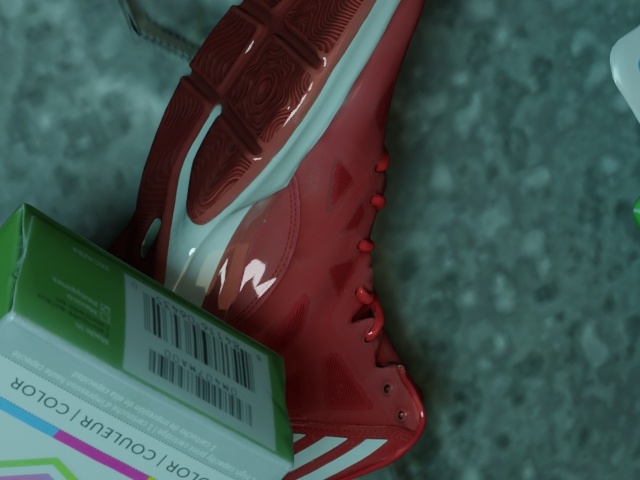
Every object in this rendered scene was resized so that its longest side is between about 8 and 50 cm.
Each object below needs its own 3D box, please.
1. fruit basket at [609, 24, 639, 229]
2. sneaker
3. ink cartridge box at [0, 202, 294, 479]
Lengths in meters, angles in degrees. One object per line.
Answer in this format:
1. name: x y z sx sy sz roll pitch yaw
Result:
1. fruit basket: 0.311 -0.033 0.771 0.353 0.165 0.327 -35 111 -12
2. sneaker: 0.000 0.000 0.735 0.128 0.087 0.221 26 105 -31
3. ink cartridge box: -0.115 0.097 0.669 0.109 0.062 0.209 32 117 -24
